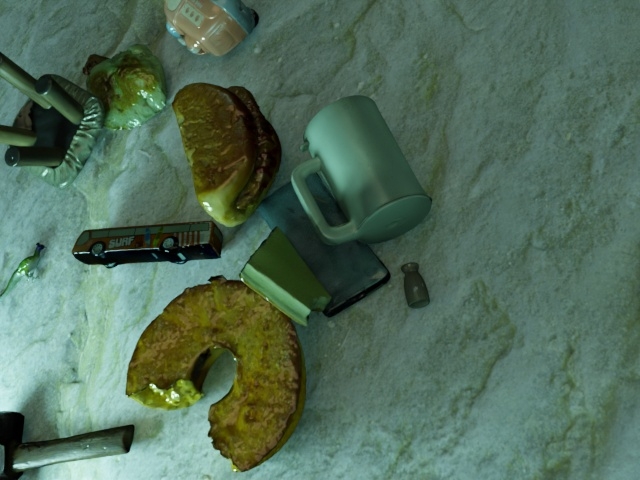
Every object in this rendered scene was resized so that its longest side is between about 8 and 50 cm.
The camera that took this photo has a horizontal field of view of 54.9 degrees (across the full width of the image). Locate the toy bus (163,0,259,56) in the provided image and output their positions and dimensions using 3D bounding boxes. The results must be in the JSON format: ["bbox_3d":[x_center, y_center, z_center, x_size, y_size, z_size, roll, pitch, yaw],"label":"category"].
[{"bbox_3d":[-0.343,-0.679,1.849,0.288,0.194,0.232,42,97,25],"label":"toy bus"}]

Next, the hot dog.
[{"bbox_3d":[-0.225,-0.246,1.594,0.223,0.185,0.405,-22,65,7],"label":"hot dog"}]

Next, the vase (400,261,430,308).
[{"bbox_3d":[0.219,0.103,1.434,0.053,0.053,0.100,-15,62,10],"label":"vase"}]

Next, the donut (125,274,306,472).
[{"bbox_3d":[-0.200,0.297,1.419,0.435,0.163,0.377,31,78,27],"label":"donut"}]

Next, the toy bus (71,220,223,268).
[{"bbox_3d":[-0.462,0.014,1.644,0.409,0.093,0.092,-3,60,14],"label":"toy bus"}]

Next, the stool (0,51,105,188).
[{"bbox_3d":[-0.839,-0.346,1.796,0.310,0.226,0.310,27,94,24],"label":"stool"}]

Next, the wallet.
[{"bbox_3d":[0.000,0.000,1.542,0.191,0.046,0.379,-34,63,0],"label":"wallet"}]

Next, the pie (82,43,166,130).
[{"bbox_3d":[-0.598,-0.462,1.882,0.274,0.105,0.257,-7,82,16],"label":"pie"}]

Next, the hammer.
[{"bbox_3d":[-0.644,0.520,1.505,0.409,0.095,0.242,-11,66,6],"label":"hammer"}]

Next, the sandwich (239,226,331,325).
[{"bbox_3d":[-0.068,0.088,1.443,0.212,0.245,0.063,38,114,-3],"label":"sandwich"}]

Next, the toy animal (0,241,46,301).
[{"bbox_3d":[-0.843,0.109,1.744,0.075,0.041,0.217,31,84,26],"label":"toy animal"}]

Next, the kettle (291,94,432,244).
[{"bbox_3d":[0.087,-0.165,1.477,0.205,0.265,0.318,-49,58,43],"label":"kettle"}]
